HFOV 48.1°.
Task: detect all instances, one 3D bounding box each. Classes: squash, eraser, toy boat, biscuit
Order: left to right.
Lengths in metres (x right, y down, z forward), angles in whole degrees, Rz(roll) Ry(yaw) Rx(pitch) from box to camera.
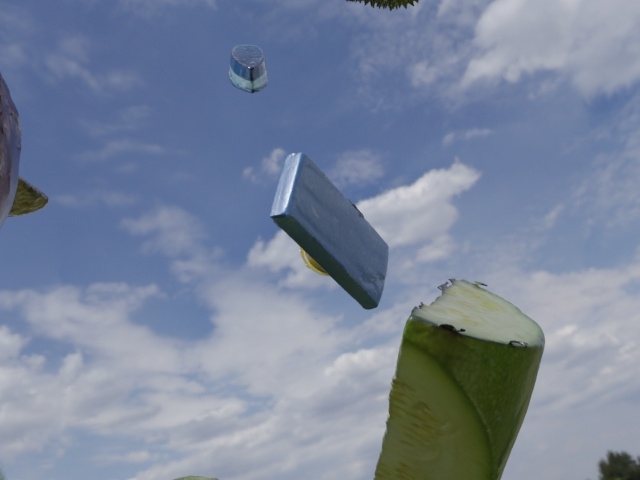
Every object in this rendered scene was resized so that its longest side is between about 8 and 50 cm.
[{"bbox_3d":[-0.405,-0.058,0.930,0.071,0.018,0.147,-19,-12,-2],"label":"biscuit"},{"bbox_3d":[-0.175,-0.421,1.749,0.096,0.299,0.062,-1,-63,-9],"label":"toy boat"},{"bbox_3d":[0.028,-0.011,1.300,0.042,0.144,0.312,-14,-43,34],"label":"eraser"},{"bbox_3d":[0.101,0.189,0.622,0.203,0.111,0.289,-17,-52,-67],"label":"squash"}]

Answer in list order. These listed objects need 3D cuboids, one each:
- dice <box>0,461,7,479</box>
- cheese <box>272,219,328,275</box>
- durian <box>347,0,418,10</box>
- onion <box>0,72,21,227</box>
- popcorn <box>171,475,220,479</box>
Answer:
[{"bbox_3d":[-0.598,0.385,1.038,0.267,0.263,0.264,-19,-3,-26],"label":"dice"},{"bbox_3d":[0.000,0.000,1.677,0.156,0.250,0.064,-39,-24,-30],"label":"cheese"},{"bbox_3d":[0.080,-0.349,0.812,0.198,0.159,0.146,3,-32,29],"label":"durian"},{"bbox_3d":[-0.378,-0.084,0.550,0.336,0.282,0.260,1,-18,33],"label":"onion"},{"bbox_3d":[-0.229,0.470,0.953,0.293,0.293,0.334,16,-28,-7],"label":"popcorn"}]
